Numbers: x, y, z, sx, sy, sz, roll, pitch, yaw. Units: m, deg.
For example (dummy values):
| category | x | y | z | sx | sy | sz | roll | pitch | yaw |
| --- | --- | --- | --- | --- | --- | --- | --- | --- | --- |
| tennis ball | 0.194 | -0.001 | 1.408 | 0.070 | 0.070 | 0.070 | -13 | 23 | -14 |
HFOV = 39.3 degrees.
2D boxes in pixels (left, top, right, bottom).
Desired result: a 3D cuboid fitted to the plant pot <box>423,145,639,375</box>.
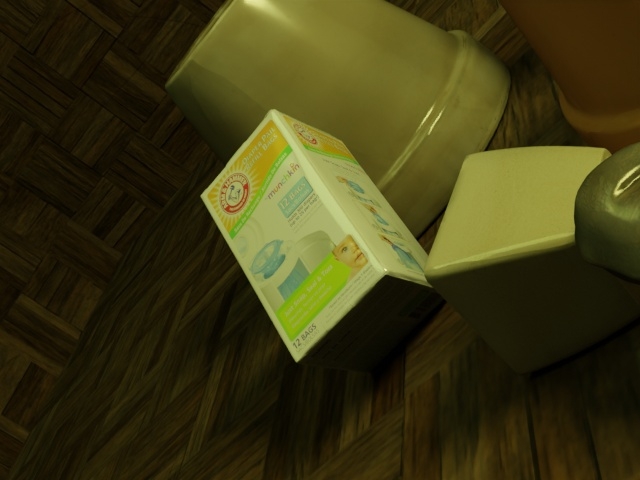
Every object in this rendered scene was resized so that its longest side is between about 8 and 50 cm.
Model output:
| category | x | y | z | sx | sy | sz | roll | pitch | yaw |
| --- | --- | --- | --- | --- | --- | --- | --- | --- | --- |
| plant pot | 0.145 | 0.004 | 0.551 | 0.096 | 0.109 | 0.109 | -18 | 36 | 45 |

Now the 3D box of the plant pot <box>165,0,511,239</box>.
| category | x | y | z | sx | sy | sz | roll | pitch | yaw |
| --- | --- | --- | --- | --- | --- | --- | --- | --- | --- |
| plant pot | -0.002 | -0.157 | 0.984 | 0.323 | 0.280 | 0.323 | -47 | 16 | 18 |

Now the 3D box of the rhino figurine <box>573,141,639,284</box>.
| category | x | y | z | sx | sy | sz | roll | pitch | yaw |
| --- | --- | --- | --- | --- | --- | --- | --- | --- | --- |
| rhino figurine | 0.215 | -0.006 | 0.397 | 0.106 | 0.073 | 0.243 | -43 | 29 | -16 |

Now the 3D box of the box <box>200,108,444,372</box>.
| category | x | y | z | sx | sy | sz | roll | pitch | yaw |
| --- | --- | --- | --- | --- | --- | --- | --- | --- | --- |
| box | 0.000 | 0.000 | 0.781 | 0.114 | 0.103 | 0.203 | -47 | 55 | 20 |

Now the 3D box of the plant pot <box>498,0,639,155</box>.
| category | x | y | z | sx | sy | sz | roll | pitch | yaw |
| --- | --- | --- | --- | --- | --- | --- | --- | --- | --- |
| plant pot | 0.227 | -0.205 | 0.566 | 0.291 | 0.203 | 0.291 | -48 | 18 | 20 |
